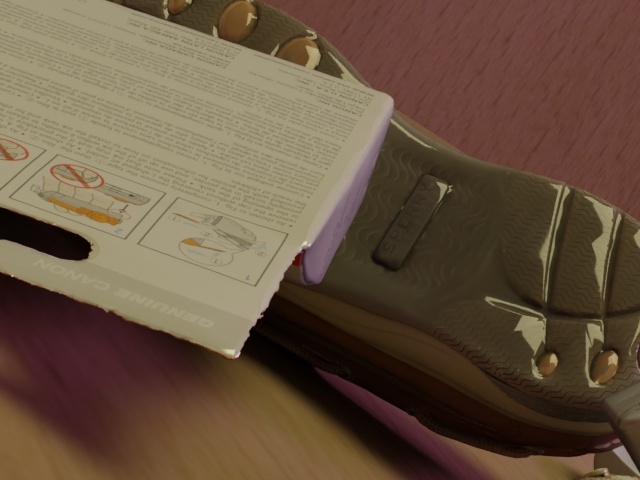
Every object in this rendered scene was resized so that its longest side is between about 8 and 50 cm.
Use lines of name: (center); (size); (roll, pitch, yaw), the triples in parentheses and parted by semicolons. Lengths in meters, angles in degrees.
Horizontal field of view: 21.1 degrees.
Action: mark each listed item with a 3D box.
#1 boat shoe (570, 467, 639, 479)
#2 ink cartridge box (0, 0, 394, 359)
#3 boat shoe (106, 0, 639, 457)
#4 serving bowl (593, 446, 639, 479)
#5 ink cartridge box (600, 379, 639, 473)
boat shoe: (0.117, 0.120, 0.675); (0.048, 0.056, 0.153); (30, 2, 36)
ink cartridge box: (-0.084, -0.022, 0.581); (0.181, 0.056, 0.225); (19, 28, 5)
boat shoe: (0.000, 0.000, 0.739); (0.324, 0.123, 0.116); (33, -26, 15)
serving bowl: (0.170, 0.134, 0.873); (0.083, 0.027, 0.083); (35, 8, -6)
ink cartridge box: (0.158, 0.128, 0.507); (0.189, 0.066, 0.232); (60, 9, 2)
